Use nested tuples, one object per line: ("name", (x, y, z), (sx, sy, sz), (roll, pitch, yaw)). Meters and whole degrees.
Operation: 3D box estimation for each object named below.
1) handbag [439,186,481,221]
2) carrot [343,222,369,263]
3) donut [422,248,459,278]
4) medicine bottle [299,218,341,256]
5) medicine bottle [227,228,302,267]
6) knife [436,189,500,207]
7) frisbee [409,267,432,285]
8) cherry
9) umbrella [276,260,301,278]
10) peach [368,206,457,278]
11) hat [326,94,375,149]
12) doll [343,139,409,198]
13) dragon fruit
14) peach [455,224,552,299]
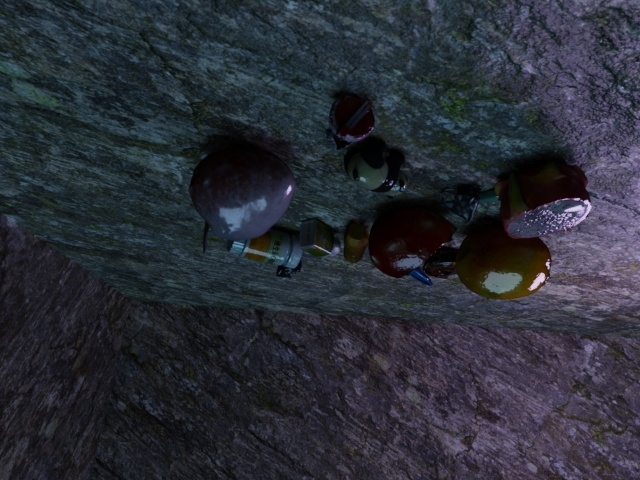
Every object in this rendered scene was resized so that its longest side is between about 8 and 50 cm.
("handbag", (0.490, -0.146, 1.697), (0.139, 0.072, 0.115), (23, 143, 19))
("carrot", (0.155, 0.015, 2.114), (0.113, 0.114, 0.302), (4, 161, 3))
("donut", (0.593, 0.107, 2.270), (0.215, 0.096, 0.230), (19, 155, -23))
("medicine bottle", (0.000, 0.000, 2.080), (0.088, 0.132, 0.188), (-14, 153, 37))
("medicine bottle", (-0.250, 0.018, 2.146), (0.317, 0.158, 0.158), (15, 156, -21))
("knife", (0.552, -0.144, 1.750), (0.260, 0.035, 0.063), (-9, 155, 43))
("frisbee", (0.452, 0.142, 2.349), (0.242, 0.045, 0.242), (34, 177, 2))
("cherry", (-0.246, -0.146, 1.563), (0.334, 0.292, 0.327), (-9, 141, -4))
("umbrella", (-0.161, 0.145, 2.522), (0.110, 0.122, 0.272), (51, 159, 4))
("peach", (0.358, 0.004, 1.850), (0.337, 0.282, 0.281), (-2, 157, 18))
("hat", (0.061, -0.307, 1.334), (0.128, 0.140, 0.227), (21, 168, -13))
("doll", (0.180, -0.216, 1.509), (0.234, 0.135, 0.143), (17, 157, -38))
("dragon fruit", (0.709, -0.141, 1.531), (0.290, 0.190, 0.291), (-4, 157, -2))
("peach", (0.742, 0.094, 1.931), (0.371, 0.290, 0.373), (3, 125, 5))
